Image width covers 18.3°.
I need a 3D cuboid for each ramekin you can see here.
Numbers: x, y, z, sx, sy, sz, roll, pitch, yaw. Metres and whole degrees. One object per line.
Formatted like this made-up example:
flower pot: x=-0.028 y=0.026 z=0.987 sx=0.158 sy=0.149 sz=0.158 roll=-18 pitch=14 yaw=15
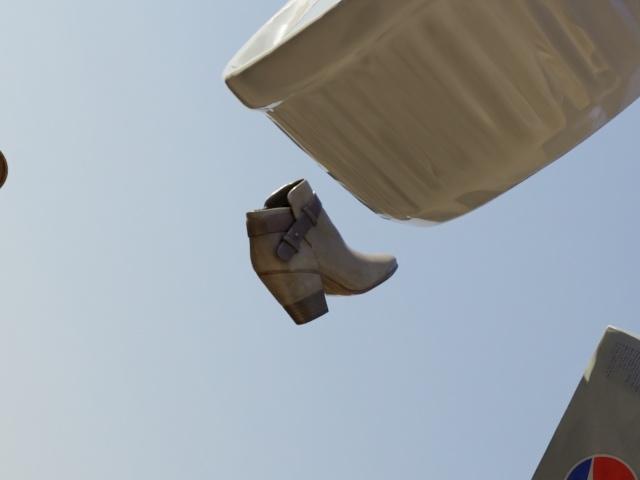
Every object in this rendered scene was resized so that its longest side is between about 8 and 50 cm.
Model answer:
ramekin: x=0.090 y=-0.121 z=1.020 sx=0.127 sy=0.273 sz=0.273 roll=51 pitch=-17 yaw=-11

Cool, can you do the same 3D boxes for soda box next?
soda box: x=0.157 y=0.202 z=1.162 sx=0.091 sy=0.286 sz=0.098 roll=25 pitch=-5 yaw=31

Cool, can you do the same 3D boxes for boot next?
boot: x=0.000 y=0.000 z=1.326 sx=0.042 sy=0.118 sz=0.087 roll=-13 pitch=-78 yaw=42

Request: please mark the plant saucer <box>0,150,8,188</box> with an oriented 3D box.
plant saucer: x=-0.214 y=-0.046 z=1.098 sx=0.083 sy=0.083 sz=0.015 roll=97 pitch=-8 yaw=-56
